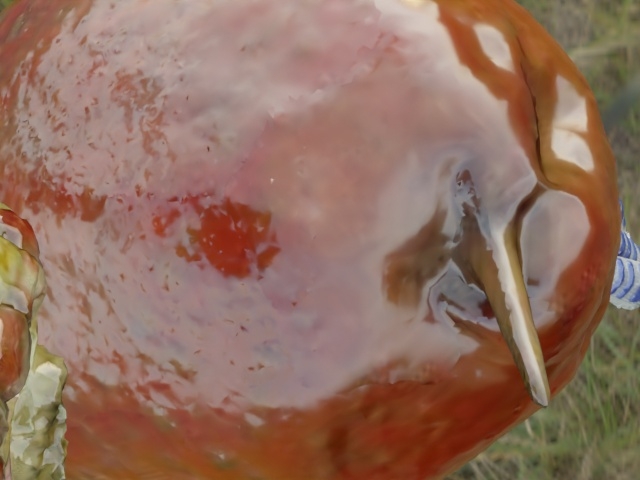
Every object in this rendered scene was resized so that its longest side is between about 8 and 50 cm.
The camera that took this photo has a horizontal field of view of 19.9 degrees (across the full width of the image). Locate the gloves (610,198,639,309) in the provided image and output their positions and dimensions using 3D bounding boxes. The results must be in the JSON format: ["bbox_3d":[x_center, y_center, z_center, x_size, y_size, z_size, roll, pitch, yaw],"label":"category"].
[{"bbox_3d":[0.107,-0.029,1.121,0.229,0.097,0.119,30,104,0],"label":"gloves"}]

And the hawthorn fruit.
[{"bbox_3d":[0.000,0.000,0.580,0.262,0.210,0.210,13,74,51],"label":"hawthorn fruit"}]

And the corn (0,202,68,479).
[{"bbox_3d":[-0.187,0.019,0.345,0.280,0.092,0.092,7,74,-17],"label":"corn"}]
